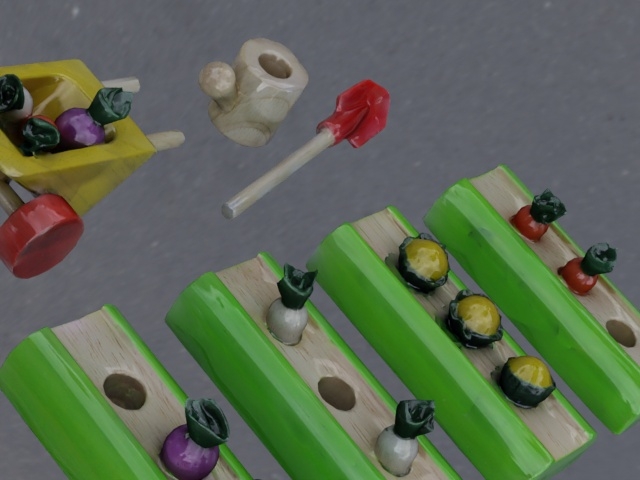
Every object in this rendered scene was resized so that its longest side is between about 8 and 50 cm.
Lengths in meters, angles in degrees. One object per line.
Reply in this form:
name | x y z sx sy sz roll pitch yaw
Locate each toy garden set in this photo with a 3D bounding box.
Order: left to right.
toy garden set | 0.000 0.000 0.552 0.244 0.049 0.204 -21 63 -47
